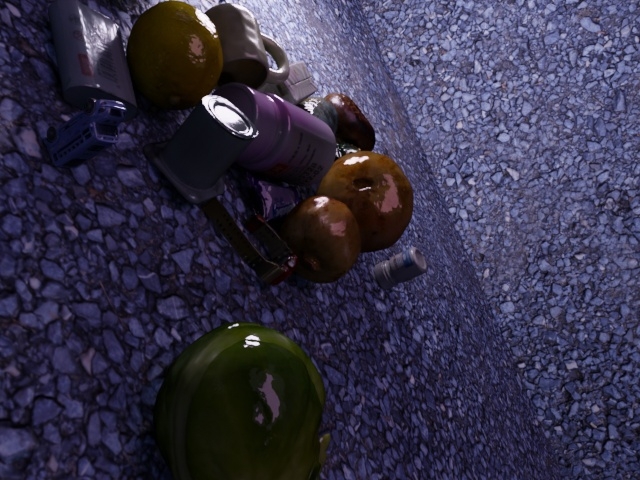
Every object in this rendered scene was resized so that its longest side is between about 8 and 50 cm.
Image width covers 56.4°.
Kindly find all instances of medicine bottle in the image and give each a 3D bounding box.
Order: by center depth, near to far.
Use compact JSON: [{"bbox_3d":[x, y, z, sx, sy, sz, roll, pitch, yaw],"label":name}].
[{"bbox_3d":[-0.136,-0.288,1.676,0.388,0.219,0.219,11,56,-59],"label":"medicine bottle"},{"bbox_3d":[0.287,0.100,2.139,0.105,0.168,0.105,42,33,-35],"label":"medicine bottle"}]

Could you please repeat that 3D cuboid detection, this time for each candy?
[{"bbox_3d":[-0.121,-0.108,1.707,0.275,0.070,0.145,9,64,-64],"label":"candy"}]

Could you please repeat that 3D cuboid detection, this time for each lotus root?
[{"bbox_3d":[-0.032,-0.391,2.026,0.175,0.175,0.349,56,27,-14],"label":"lotus root"}]

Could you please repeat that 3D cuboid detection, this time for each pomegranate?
[{"bbox_3d":[0.000,0.000,1.648,0.248,0.248,0.248,42,32,-35],"label":"pomegranate"},{"bbox_3d":[0.138,-0.113,1.939,0.338,0.338,0.338,42,32,-35],"label":"pomegranate"}]

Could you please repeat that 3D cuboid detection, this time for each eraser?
[{"bbox_3d":[-0.487,-0.384,1.286,0.174,0.081,0.227,18,49,-60],"label":"eraser"}]

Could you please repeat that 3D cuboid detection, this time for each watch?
[{"bbox_3d":[-0.170,-0.008,1.515,0.268,0.102,0.165,52,20,-2],"label":"watch"}]

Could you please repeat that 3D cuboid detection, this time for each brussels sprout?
[{"bbox_3d":[-0.140,0.318,1.055,0.315,0.275,0.371,57,30,-42],"label":"brussels sprout"}]

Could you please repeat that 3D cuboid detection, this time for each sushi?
[{"bbox_3d":[0.088,-0.278,2.144,0.140,0.149,0.287,58,-1,-25],"label":"sushi"}]

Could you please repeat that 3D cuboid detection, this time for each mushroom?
[{"bbox_3d":[0.106,-0.449,2.337,0.297,0.163,0.278,36,36,-46],"label":"mushroom"}]

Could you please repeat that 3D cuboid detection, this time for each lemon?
[{"bbox_3d":[-0.347,-0.442,1.430,0.236,0.236,0.263,19,32,-55],"label":"lemon"}]

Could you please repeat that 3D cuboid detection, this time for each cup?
[{"bbox_3d":[-0.200,-0.526,1.630,0.255,0.173,0.202,-9,67,-17],"label":"cup"}]

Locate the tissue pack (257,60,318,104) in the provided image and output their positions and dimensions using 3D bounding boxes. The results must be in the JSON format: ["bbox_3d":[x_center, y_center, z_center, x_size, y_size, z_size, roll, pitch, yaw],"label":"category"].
[{"bbox_3d":[-0.136,-0.461,1.880,0.124,0.185,0.225,60,26,-12],"label":"tissue pack"}]

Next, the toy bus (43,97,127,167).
[{"bbox_3d":[-0.431,-0.198,1.112,0.073,0.167,0.076,-4,72,-61],"label":"toy bus"}]

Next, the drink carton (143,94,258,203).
[{"bbox_3d":[-0.264,-0.227,1.391,0.185,0.190,0.191,44,26,6],"label":"drink carton"}]
